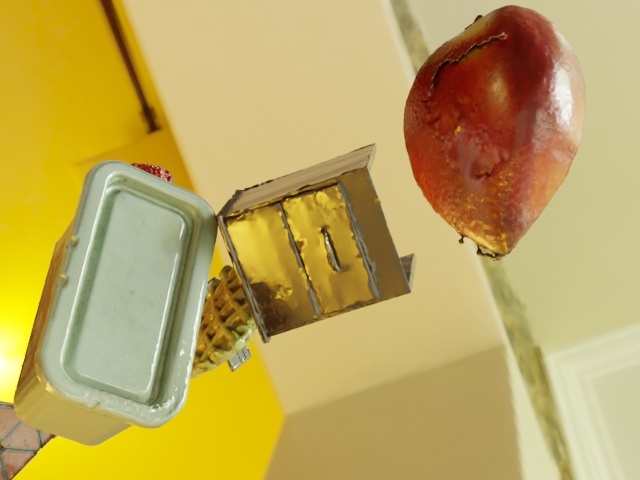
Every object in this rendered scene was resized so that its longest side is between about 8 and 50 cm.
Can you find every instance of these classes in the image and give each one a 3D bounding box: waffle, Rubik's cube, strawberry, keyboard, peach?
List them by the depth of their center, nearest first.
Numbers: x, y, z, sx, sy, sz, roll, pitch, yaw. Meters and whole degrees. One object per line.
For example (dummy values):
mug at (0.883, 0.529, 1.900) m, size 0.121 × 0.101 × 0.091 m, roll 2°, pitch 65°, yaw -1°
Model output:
peach at (0.164, -0.119, 1.343) m, size 0.189 × 0.279 × 0.068 m, roll -12°, pitch 153°, yaw 24°
waffle at (-0.131, 0.105, 1.937) m, size 0.214 × 0.054 × 0.208 m, roll -27°, pitch -144°, yaw 51°
Rubik's cube at (-0.517, 0.291, 1.994) m, size 0.211 × 0.190 × 0.178 m, roll 18°, pitch -174°, yaw -34°
keyboard at (-0.157, 0.137, 2.201) m, size 0.010 × 0.155 × 0.053 m, roll -2°, pitch -153°, yaw 46°
strawberry at (-0.288, -0.097, 2.254) m, size 0.073 × 0.083 × 0.073 m, roll -48°, pitch -159°, yaw 25°

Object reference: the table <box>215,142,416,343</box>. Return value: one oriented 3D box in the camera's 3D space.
table at (0.000, 0.000, 1.675) m, size 0.193 × 0.169 × 0.172 m, roll -18°, pitch -168°, yaw 10°

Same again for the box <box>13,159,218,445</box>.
box at (-0.255, 0.090, 1.612) m, size 0.182 × 0.175 × 0.312 m, roll -40°, pitch -146°, yaw 49°
